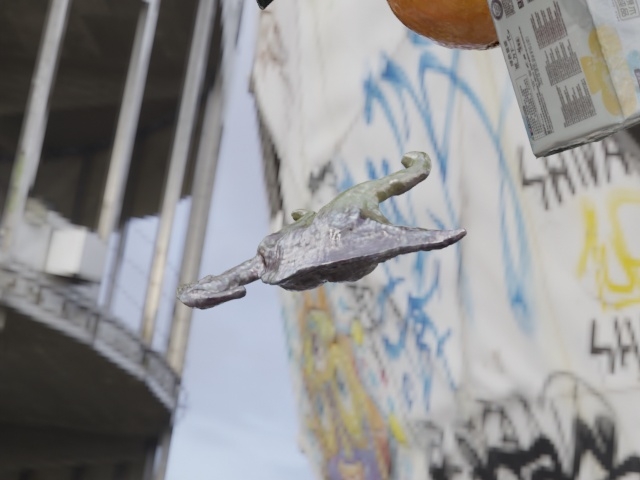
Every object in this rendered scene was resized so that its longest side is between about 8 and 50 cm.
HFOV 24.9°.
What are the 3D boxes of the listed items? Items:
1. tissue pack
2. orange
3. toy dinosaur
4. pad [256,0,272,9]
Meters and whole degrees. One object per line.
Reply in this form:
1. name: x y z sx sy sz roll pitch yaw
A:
1. tissue pack: 0.279 -0.222 1.479 0.145 0.229 0.159 -15 -4 -27
2. orange: 0.181 -0.347 1.717 0.246 0.246 0.246 7 -19 2
3. toy dinosaur: 0.002 0.007 1.387 0.294 0.162 0.077 -26 -75 22
4. pad: -0.070 -0.368 1.730 0.003 0.112 0.157 -1 -56 34
